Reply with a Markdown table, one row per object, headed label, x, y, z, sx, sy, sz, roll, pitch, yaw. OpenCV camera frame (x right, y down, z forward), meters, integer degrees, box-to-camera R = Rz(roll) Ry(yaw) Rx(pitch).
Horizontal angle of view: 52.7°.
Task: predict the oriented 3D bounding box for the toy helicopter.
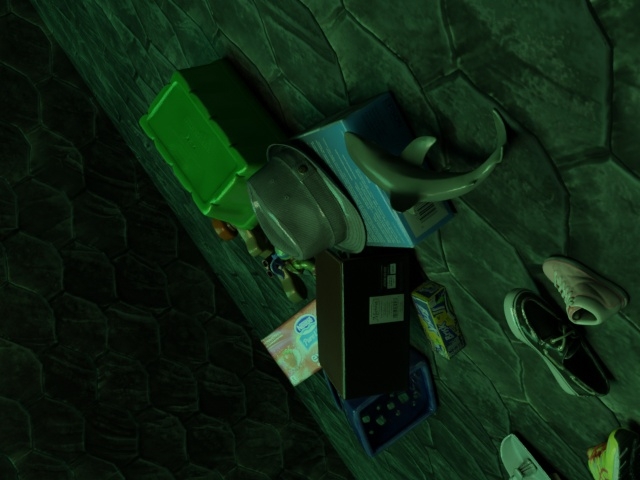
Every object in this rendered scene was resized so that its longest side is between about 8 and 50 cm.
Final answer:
| label | x | y | z | sx | sy | sz | roll | pitch | yaw |
| --- | --- | --- | --- | --- | --- | --- | --- | --- | --- |
| toy helicopter | -0.140 | 0.018 | 1.842 | 0.355 | 0.140 | 0.235 | 59 | -162 | -5 |

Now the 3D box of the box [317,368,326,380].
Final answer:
| label | x | y | z | sx | sy | sz | roll | pitch | yaw |
| --- | --- | --- | --- | --- | --- | --- | --- | --- | --- |
| box | 0.050 | 0.325 | 1.952 | 0.163 | 0.142 | 0.247 | 43 | 159 | 24 |

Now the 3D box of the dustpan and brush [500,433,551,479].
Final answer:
| label | x | y | z | sx | sy | sz | roll | pitch | yaw |
| --- | --- | --- | --- | --- | --- | --- | --- | --- | --- |
| dustpan and brush | 0.459 | 0.541 | 1.488 | 0.147 | 0.060 | 0.211 | 53 | 171 | 29 |

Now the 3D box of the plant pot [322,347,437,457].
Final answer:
| label | x | y | z | sx | sy | sz | roll | pitch | yaw |
| --- | --- | --- | --- | --- | --- | --- | --- | --- | --- |
| plant pot | 0.147 | 0.387 | 1.720 | 0.212 | 0.236 | 0.236 | 43 | 159 | 47 |

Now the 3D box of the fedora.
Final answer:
| label | x | y | z | sx | sy | sz | roll | pitch | yaw |
| --- | --- | --- | --- | --- | --- | --- | --- | --- | --- |
| fedora | -0.049 | -0.056 | 1.247 | 0.275 | 0.124 | 0.244 | 50 | 162 | 14 |

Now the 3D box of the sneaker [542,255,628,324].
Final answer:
| label | x | y | z | sx | sy | sz | roll | pitch | yaw |
| --- | --- | --- | --- | --- | --- | --- | --- | --- | --- |
| sneaker | 0.363 | 0.074 | 0.931 | 0.134 | 0.070 | 0.051 | 35 | 155 | 44 |

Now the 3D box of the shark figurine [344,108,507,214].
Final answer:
| label | x | y | z | sx | sy | sz | roll | pitch | yaw |
| --- | --- | --- | --- | --- | --- | --- | --- | --- | --- |
| shark figurine | 0.158 | -0.084 | 0.951 | 0.278 | 0.116 | 0.166 | 2 | 125 | 38 |

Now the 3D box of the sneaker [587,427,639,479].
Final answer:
| label | x | y | z | sx | sy | sz | roll | pitch | yaw |
| --- | --- | --- | --- | --- | --- | --- | --- | --- | --- |
| sneaker | 0.500 | 0.381 | 1.114 | 0.094 | 0.081 | 0.208 | 36 | 154 | 46 |

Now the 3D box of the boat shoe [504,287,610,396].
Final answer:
| label | x | y | z | sx | sy | sz | roll | pitch | yaw |
| --- | --- | --- | --- | --- | --- | --- | --- | --- | --- |
| boat shoe | 0.383 | 0.161 | 1.032 | 0.219 | 0.078 | 0.070 | 48 | 162 | -9 |

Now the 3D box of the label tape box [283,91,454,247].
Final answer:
| label | x | y | z | sx | sy | sz | roll | pitch | yaw |
| --- | --- | --- | --- | --- | --- | --- | --- | --- | --- |
| label tape box | 0.067 | -0.118 | 1.226 | 0.249 | 0.115 | 0.347 | 59 | 163 | -13 |

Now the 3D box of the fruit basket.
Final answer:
| label | x | y | z | sx | sy | sz | roll | pitch | yaw |
| --- | --- | --- | --- | --- | --- | --- | --- | --- | --- |
| fruit basket | -0.206 | -0.218 | 1.565 | 0.283 | 0.392 | 0.392 | -44 | 79 | 26 |

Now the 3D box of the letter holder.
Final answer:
| label | x | y | z | sx | sy | sz | roll | pitch | yaw |
| --- | --- | --- | --- | --- | --- | --- | --- | --- | --- |
| letter holder | 0.085 | 0.159 | 1.421 | 0.214 | 0.152 | 0.302 | -146 | 53 | -69 |

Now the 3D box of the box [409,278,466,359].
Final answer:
| label | x | y | z | sx | sy | sz | roll | pitch | yaw |
| --- | --- | --- | --- | --- | --- | --- | --- | --- | --- |
| box | 0.249 | 0.168 | 1.368 | 0.059 | 0.054 | 0.169 | 24 | 144 | 54 |

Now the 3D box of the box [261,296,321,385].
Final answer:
| label | x | y | z | sx | sy | sz | roll | pitch | yaw |
| --- | --- | --- | --- | --- | --- | --- | --- | --- | --- |
| box | 0.015 | 0.214 | 1.623 | 0.300 | 0.142 | 0.154 | -39 | 86 | 31 |

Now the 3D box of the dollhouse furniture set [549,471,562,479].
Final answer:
| label | x | y | z | sx | sy | sz | roll | pitch | yaw |
| --- | --- | --- | --- | --- | --- | --- | --- | --- | --- |
| dollhouse furniture set | 0.553 | 0.556 | 1.369 | 0.076 | 0.058 | 0.152 | 62 | 179 | -42 |

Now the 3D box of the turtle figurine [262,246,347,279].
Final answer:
| label | x | y | z | sx | sy | sz | roll | pitch | yaw |
| --- | --- | --- | --- | --- | --- | --- | --- | --- | --- |
| turtle figurine | 0.000 | 0.000 | 1.589 | 0.197 | 0.275 | 0.266 | 23 | 171 | 16 |
